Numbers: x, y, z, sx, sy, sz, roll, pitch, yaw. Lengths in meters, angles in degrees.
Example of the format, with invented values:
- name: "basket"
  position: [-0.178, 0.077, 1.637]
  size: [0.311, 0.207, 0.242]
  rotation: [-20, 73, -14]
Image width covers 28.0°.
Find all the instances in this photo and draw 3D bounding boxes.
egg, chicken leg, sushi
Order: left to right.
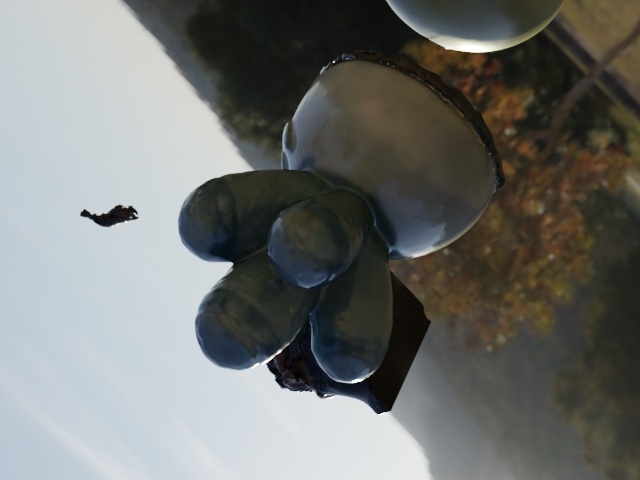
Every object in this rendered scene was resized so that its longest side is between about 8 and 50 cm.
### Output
- name: "chicken leg"
  position: [-0.293, -0.032, 1.795]
  size: [0.036, 0.083, 0.021]
  rotation: [71, -161, -48]
- name: "sushi"
  position: [0.002, 0.104, 1.504]
  size: [0.172, 0.150, 0.153]
  rotation: [46, -133, -19]
- name: "egg"
  position: [0.182, -0.341, 1.557]
  size: [0.269, 0.219, 0.219]
  rotation: [29, -165, -37]

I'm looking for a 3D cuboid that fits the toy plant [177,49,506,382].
- name: "toy plant"
  position: [0.000, 0.000, 1.246]
  size: [0.247, 0.332, 0.247]
  rotation: [29, 151, 18]
